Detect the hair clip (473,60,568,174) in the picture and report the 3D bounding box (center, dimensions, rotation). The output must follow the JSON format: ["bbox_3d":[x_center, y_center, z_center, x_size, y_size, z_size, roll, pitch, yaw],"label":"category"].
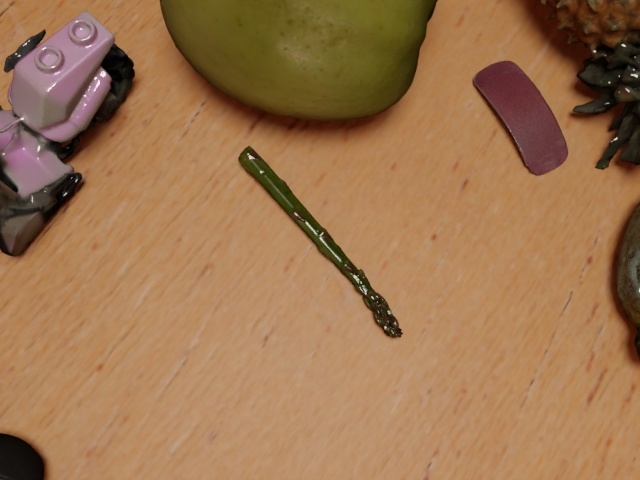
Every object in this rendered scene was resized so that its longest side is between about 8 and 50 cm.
[{"bbox_3d":[0.218,-0.137,0.674,0.054,0.022,0.137,-26,78,-6],"label":"hair clip"}]

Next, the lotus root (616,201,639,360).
[{"bbox_3d":[0.347,0.032,0.602,0.113,0.088,0.192,18,75,19],"label":"lotus root"}]

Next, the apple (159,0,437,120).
[{"bbox_3d":[-0.012,-0.252,0.593,0.278,0.279,0.280,1,75,-2],"label":"apple"}]

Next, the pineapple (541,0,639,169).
[{"bbox_3d":[0.322,-0.210,0.628,0.169,0.169,0.341,-25,96,-9],"label":"pineapple"}]

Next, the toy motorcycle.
[{"bbox_3d":[-0.301,-0.080,0.549,0.143,0.188,0.327,44,77,5],"label":"toy motorcycle"}]

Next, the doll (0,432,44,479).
[{"bbox_3d":[-0.319,0.189,0.534,0.179,0.102,0.089,23,36,4],"label":"doll"}]

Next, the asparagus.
[{"bbox_3d":[0.000,0.000,0.626,0.025,0.024,0.248,-40,82,-5],"label":"asparagus"}]
